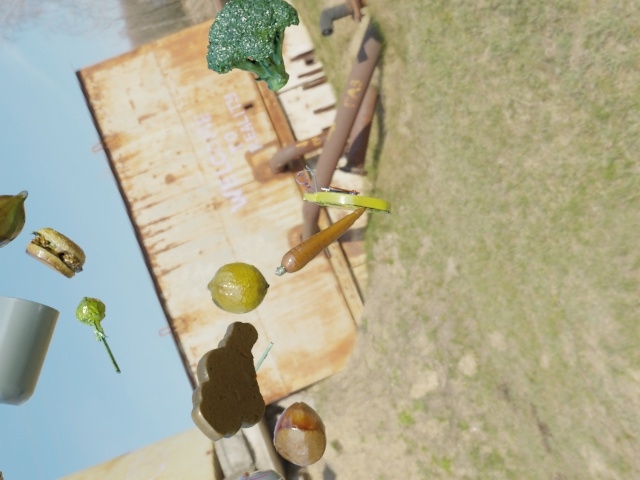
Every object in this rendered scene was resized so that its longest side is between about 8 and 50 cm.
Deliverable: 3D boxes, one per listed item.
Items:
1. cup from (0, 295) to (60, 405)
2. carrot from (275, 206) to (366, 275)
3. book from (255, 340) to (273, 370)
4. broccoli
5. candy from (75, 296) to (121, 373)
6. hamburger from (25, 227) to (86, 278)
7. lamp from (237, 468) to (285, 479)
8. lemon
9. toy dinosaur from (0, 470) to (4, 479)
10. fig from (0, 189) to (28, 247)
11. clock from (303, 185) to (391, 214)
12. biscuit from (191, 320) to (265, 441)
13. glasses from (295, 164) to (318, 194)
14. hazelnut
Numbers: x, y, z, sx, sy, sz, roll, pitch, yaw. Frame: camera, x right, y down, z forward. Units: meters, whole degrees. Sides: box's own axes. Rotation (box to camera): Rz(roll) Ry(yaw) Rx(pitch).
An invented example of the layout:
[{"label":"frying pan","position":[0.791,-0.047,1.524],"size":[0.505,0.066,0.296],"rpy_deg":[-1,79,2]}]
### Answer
[{"label":"cup","position":[-0.962,0.345,1.840],"size":[0.205,0.206,0.311],"rpy_deg":[78,-160,-68]},{"label":"carrot","position":[0.000,0.000,1.754],"size":[0.069,0.336,0.069],"rpy_deg":[51,170,12]},{"label":"book","position":[-0.237,0.489,2.491],"size":[0.017,0.135,0.103],"rpy_deg":[31,174,2]},{"label":"broccoli","position":[-0.174,-0.509,1.567],"size":[0.254,0.269,0.269],"rpy_deg":[47,162,48]},{"label":"candy","position":[-0.607,0.263,1.639],"size":[0.262,0.077,0.073],"rpy_deg":[52,-177,29]},{"label":"hamburger","position":[-0.855,0.042,1.934],"size":[0.191,0.117,0.182],"rpy_deg":[26,165,30]},{"label":"lamp","position":[-0.217,0.888,1.897],"size":[0.247,0.301,0.247],"rpy_deg":[49,156,12]},{"label":"lemon","position":[-0.300,0.175,2.172],"size":[0.192,0.231,0.192],"rpy_deg":[0,-90,-88]},{"label":"toy dinosaur","position":[-1.025,0.735,1.863],"size":[0.328,0.112,0.206],"rpy_deg":[22,158,41]},{"label":"fig","position":[-0.644,-0.050,1.189],"size":[0.109,0.154,0.103],"rpy_deg":[44,-178,27]},{"label":"clock","position":[0.109,-0.144,2.084],"size":[0.277,0.294,0.071],"rpy_deg":[9,-89,-75]},{"label":"biscuit","position":[-0.195,0.305,1.315],"size":[0.183,0.047,0.319],"rpy_deg":[40,-148,-31]},{"label":"glasses","position":[-0.037,-0.257,2.408],"size":[0.140,0.063,0.103],"rpy_deg":[51,134,23]},{"label":"hazelnut","position":[-0.047,0.496,1.529],"size":[0.150,0.150,0.150],"rpy_deg":[157,90,-86]}]
